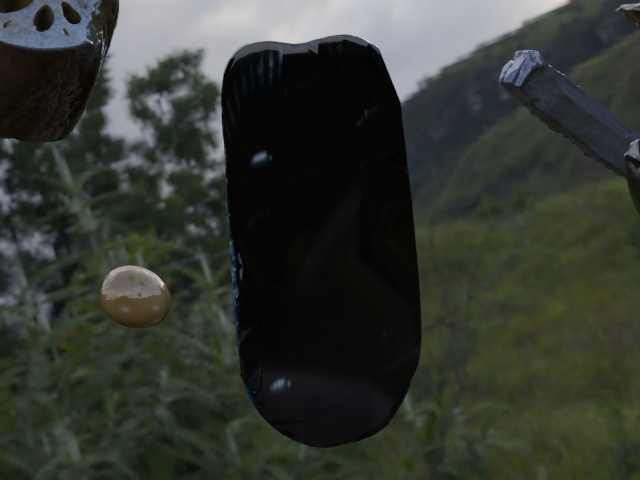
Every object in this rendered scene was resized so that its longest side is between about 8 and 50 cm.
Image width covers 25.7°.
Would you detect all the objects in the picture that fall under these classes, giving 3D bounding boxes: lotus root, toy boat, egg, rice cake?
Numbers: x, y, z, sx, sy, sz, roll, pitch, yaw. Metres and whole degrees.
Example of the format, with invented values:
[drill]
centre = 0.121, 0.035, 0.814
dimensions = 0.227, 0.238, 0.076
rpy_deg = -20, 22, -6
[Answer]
[lotus root]
centre = -0.180, -0.125, 0.826
dimensions = 0.112, 0.122, 0.081
rpy_deg = 22, -38, -11
[toy boat]
centre = 0.000, 0.000, 1.043
dimensions = 0.134, 0.298, 0.092
rpy_deg = -4, 3, -2
[egg]
centre = -0.236, 0.076, 1.813
dimensions = 0.096, 0.080, 0.080
rpy_deg = 25, 7, 20
[rice cake]
centre = 0.281, -0.113, 1.434
dimensions = 0.270, 0.055, 0.049
rpy_deg = 29, 1, -31

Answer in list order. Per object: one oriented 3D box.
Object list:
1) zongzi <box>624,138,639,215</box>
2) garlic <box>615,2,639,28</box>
[zongzi]
centre = 0.320, 0.025, 1.070
dimensions = 0.286, 0.138, 0.300
rpy_deg = 6, 53, 48
[garlic]
centre = 0.386, -0.263, 1.509
dimensions = 0.094, 0.074, 0.113
rpy_deg = -51, 11, -23
